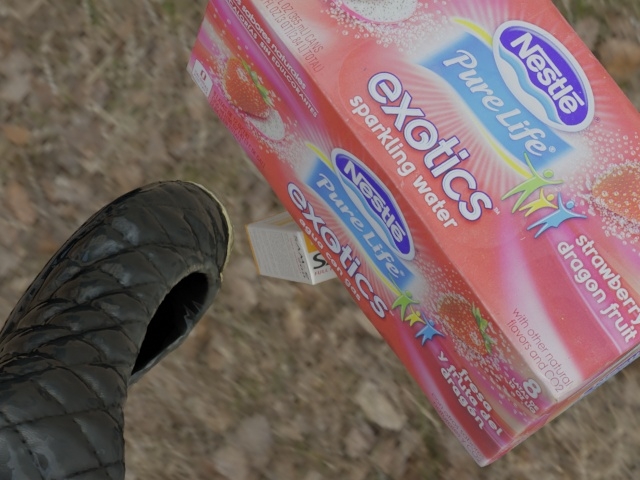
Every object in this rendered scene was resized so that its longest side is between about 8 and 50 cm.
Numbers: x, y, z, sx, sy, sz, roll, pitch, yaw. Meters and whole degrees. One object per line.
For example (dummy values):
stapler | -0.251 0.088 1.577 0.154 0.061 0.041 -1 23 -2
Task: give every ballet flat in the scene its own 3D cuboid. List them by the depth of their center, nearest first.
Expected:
ballet flat | -0.045 0.033 0.390 0.049 0.173 0.057 29 114 0

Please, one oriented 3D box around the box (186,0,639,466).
box | 0.077 -0.047 1.085 0.154 0.142 0.300 -32 79 -22

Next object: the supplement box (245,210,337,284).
supplement box | 0.000 0.000 1.207 0.062 0.098 0.036 -18 99 -19
